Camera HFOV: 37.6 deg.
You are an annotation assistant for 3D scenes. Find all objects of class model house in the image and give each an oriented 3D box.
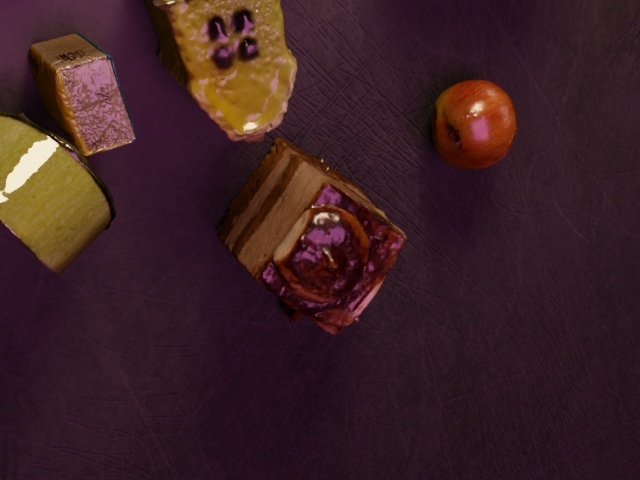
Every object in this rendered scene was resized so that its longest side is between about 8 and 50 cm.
[{"bbox_3d":[-0.139,-0.252,1.246,0.174,0.193,0.234,-17,122,-17],"label":"model house"}]

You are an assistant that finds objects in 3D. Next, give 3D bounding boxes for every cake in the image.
[{"bbox_3d":[0.000,0.000,1.365,0.198,0.293,0.196,35,94,-28],"label":"cake"}]

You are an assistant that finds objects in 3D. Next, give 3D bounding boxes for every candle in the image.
[{"bbox_3d":[0.000,0.068,1.547,0.162,0.048,0.053,-41,157,-2],"label":"candle"}]

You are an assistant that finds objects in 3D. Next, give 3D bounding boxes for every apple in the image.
[{"bbox_3d":[0.234,-0.181,1.476,0.146,0.146,0.147,-10,117,-20],"label":"apple"}]

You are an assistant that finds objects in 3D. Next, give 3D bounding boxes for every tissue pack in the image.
[{"bbox_3d":[-0.310,-0.190,1.209,0.082,0.169,0.120,-24,121,-19],"label":"tissue pack"}]

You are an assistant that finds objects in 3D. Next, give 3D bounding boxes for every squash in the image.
[{"bbox_3d":[-0.384,-0.053,1.208,0.220,0.220,0.133,51,61,-33],"label":"squash"}]
